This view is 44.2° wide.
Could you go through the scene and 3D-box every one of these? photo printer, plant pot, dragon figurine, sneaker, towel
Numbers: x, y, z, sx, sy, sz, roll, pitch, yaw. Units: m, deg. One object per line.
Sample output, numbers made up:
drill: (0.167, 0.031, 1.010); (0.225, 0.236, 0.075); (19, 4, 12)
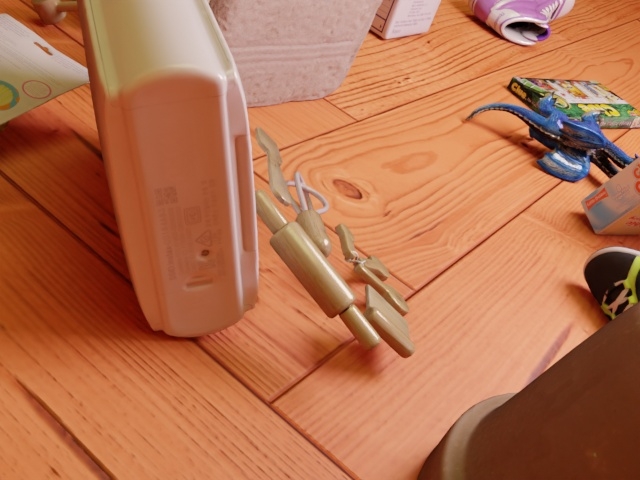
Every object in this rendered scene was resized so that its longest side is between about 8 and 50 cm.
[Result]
photo printer: (-0.138, -0.110, 0.679); (0.107, 0.256, 0.307); (-11, 44, -13)
plant pot: (0.223, 0.161, 0.539); (0.263, 0.229, 0.263); (15, 34, -10)
dragon figurine: (0.373, -0.148, 1.182); (0.289, 0.085, 0.144); (17, 34, -12)
sneaker: (0.357, 0.093, 0.842); (0.097, 0.084, 0.234); (-5, 43, -34)
towel: (-0.045, -0.256, 0.991); (0.282, 0.187, 0.049); (-17, 54, -45)
sneaker: (0.466, -0.476, 1.692); (0.282, 0.102, 0.161); (-13, 50, -27)

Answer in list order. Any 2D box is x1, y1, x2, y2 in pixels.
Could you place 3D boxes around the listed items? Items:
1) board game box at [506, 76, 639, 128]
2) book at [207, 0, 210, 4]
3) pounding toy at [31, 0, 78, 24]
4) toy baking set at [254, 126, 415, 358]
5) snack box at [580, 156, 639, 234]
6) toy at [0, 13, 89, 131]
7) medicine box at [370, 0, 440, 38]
board game box: (0.471, -0.250, 1.435); (0.260, 0.030, 0.136); (-7, 46, -37)
book: (-0.209, -0.367, 1.187); (0.096, 0.035, 0.144); (35, 35, 22)
pounding toy: (-0.267, -0.319, 1.037); (0.206, 0.094, 0.181); (-28, 53, -13)
toy baking set: (-0.001, 0.002, 0.730); (0.256, 0.030, 0.197); (50, 13, 0)
snack box: (0.541, -0.074, 1.087); (0.322, 0.187, 0.060); (0, 61, -31)
toy: (-0.350, -0.136, 0.762); (0.137, 0.056, 0.237); (35, 40, 10)
medicine box: (0.110, -0.551, 1.397); (0.263, 0.289, 0.149); (40, 37, 23)
